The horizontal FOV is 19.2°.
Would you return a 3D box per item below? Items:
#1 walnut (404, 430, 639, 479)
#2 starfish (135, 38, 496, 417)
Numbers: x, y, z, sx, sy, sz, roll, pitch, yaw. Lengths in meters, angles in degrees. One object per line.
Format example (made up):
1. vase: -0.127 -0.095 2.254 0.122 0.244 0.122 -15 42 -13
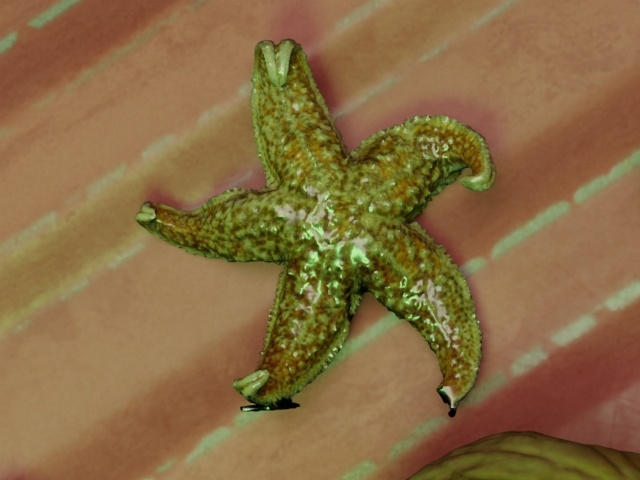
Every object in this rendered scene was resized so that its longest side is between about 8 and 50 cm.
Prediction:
1. walnut: 0.160 0.276 1.351 0.277 0.313 0.252 19 58 -17
2. starfish: -0.003 0.000 1.535 0.312 0.113 0.303 16 79 8
